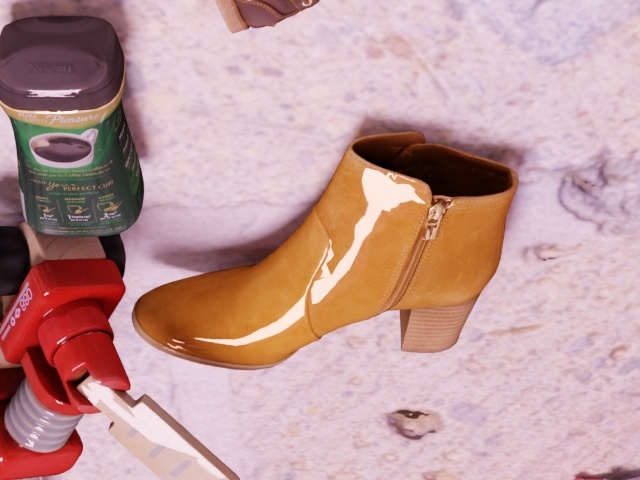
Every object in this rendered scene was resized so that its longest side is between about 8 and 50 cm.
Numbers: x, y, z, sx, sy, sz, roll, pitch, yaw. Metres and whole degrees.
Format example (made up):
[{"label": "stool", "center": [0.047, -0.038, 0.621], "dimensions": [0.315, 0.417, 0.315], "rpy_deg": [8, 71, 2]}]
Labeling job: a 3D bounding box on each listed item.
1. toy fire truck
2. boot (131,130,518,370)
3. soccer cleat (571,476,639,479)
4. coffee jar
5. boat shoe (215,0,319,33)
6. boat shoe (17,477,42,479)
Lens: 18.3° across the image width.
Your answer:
[{"label": "toy fire truck", "center": [-0.196, 0.132, 1.587], "dimensions": [0.158, 0.246, 0.217], "rpy_deg": [-1, 140, -38]}, {"label": "boot", "center": [0.001, 0.001, 1.592], "dimensions": [0.295, 0.104, 0.211], "rpy_deg": [0, 135, -10]}, {"label": "soccer cleat", "center": [0.320, 0.262, 1.927], "dimensions": [0.248, 0.083, 0.095], "rpy_deg": [-25, 140, 22]}, {"label": "coffee jar", "center": [-0.187, -0.086, 1.482], "dimensions": [0.096, 0.079, 0.184], "rpy_deg": [0, 142, 2]}, {"label": "boat shoe", "center": [-0.057, -0.222, 1.331], "dimensions": [0.073, 0.073, 0.207], "rpy_deg": [-13, 146, 11]}, {"label": "boat shoe", "center": [-0.353, 0.178, 1.791], "dimensions": [0.119, 0.121, 0.335], "rpy_deg": [-8, 130, 19]}]
